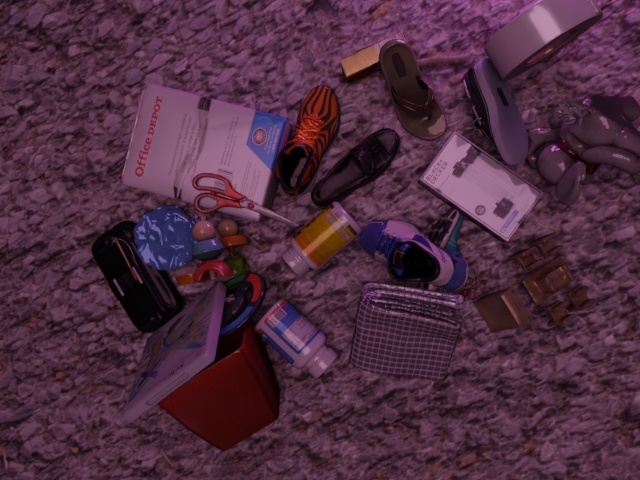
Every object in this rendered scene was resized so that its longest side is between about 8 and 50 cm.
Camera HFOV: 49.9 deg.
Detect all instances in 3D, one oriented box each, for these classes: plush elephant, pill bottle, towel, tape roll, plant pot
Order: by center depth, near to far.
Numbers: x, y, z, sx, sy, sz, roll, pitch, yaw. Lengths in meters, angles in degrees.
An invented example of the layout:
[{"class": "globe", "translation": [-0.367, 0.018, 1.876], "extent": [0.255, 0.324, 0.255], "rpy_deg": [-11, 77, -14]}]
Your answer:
[{"class": "tape roll", "translation": [0.563, -0.528, 1.746], "extent": [0.286, 0.286, 0.100], "rpy_deg": [-31, 86, 5]}, {"class": "plush elephant", "translation": [0.674, -0.227, 1.767], "extent": [0.330, 0.255, 0.271], "rpy_deg": [8, 46, -25]}, {"class": "towel", "translation": [0.228, 0.249, 1.822], "extent": [0.284, 0.121, 0.235], "rpy_deg": [9, 121, 5]}, {"class": "plant pot", "translation": [-0.248, 0.397, 1.856], "extent": [0.267, 0.267, 0.235], "rpy_deg": [-32, 103, 5]}, {"class": "pill bottle", "translation": [0.000, 0.000, 1.888], "extent": [0.215, 0.117, 0.117], "rpy_deg": [-41, 86, 4]}, {"class": "pill bottle", "translation": [-0.063, 0.273, 1.892], "extent": [0.221, 0.124, 0.124], "rpy_deg": [43, 94, 4]}]

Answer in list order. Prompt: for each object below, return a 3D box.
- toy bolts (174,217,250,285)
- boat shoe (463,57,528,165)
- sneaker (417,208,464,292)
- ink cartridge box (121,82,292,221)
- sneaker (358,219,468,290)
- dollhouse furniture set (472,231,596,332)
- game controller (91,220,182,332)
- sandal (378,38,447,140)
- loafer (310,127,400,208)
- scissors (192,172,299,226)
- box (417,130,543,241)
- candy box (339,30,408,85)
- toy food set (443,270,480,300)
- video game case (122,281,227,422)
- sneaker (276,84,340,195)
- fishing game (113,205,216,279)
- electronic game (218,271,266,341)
[{"class": "toy bolts", "translation": [-0.311, 0.028, 1.863], "extent": [0.218, 0.228, 0.158], "rpy_deg": [-12, 89, 4]}, {"class": "boat shoe", "translation": [0.454, -0.329, 1.832], "extent": [0.113, 0.105, 0.306], "rpy_deg": [-11, 76, -35]}, {"class": "sneaker", "translation": [0.344, 0.051, 1.876], "extent": [0.110, 0.107, 0.275], "rpy_deg": [12, 96, -13]}, {"class": "ink cartridge box", "translation": [-0.307, -0.238, 1.895], "extent": [0.395, 0.166, 0.285], "rpy_deg": [16, 92, 4]}, {"class": "sneaker", "translation": [0.213, 0.025, 1.775], "extent": [0.315, 0.182, 0.127], "rpy_deg": [28, 101, 37]}, {"class": "dollhouse furniture set", "translation": [0.560, 0.136, 1.842], "extent": [0.242, 0.161, 0.212], "rpy_deg": [-30, 87, -17]}, {"class": "game controller", "translation": [-0.532, 0.106, 1.982], "extent": [0.166, 0.067, 0.319], "rpy_deg": [-33, 86, 19]}, {"class": "sandal", "translation": [0.244, -0.389, 1.835], "extent": [0.120, 0.086, 0.302], "rpy_deg": [-32, 118, 5]}, {"class": "loafer", "translation": [0.098, -0.196, 1.889], "extent": [0.302, 0.095, 0.109], "rpy_deg": [-41, 86, 5]}, {"class": "scissors", "translation": [-0.195, -0.106, 1.794], "extent": [0.297, 0.021, 0.109], "rpy_deg": [9, 93, 6]}, {"class": "box", "translation": [0.426, -0.143, 1.858], "extent": [0.290, 0.087, 0.169], "rpy_deg": [37, 93, 5]}, {"class": "candy box", "translation": [0.148, -0.495, 1.878], "extent": [0.187, 0.109, 0.053], "rpy_deg": [-23, 88, 5]}, {"class": "toy food set", "translation": [0.389, 0.138, 1.858], "extent": [0.122, 0.019, 0.078], "rpy_deg": [-32, 123, -19]}, {"class": "video game case", "translation": [-0.376, 0.284, 1.808], "extent": [0.300, 0.329, 0.036], "rpy_deg": [-38, 113, 17]}, {"class": "sneaker", "translation": [-0.029, -0.274, 1.859], "extent": [0.125, 0.180, 0.321], "rpy_deg": [15, 92, 5]}, {"class": "fishing game", "translation": [-0.439, -0.006, 1.955], "extent": [0.264, 0.041, 0.189], "rpy_deg": [-28, 87, -15]}, {"class": "electronic game", "translation": [-0.241, 0.179, 1.875], "extent": [0.229, 0.229, 0.048], "rpy_deg": [-39, 120, 5]}]
